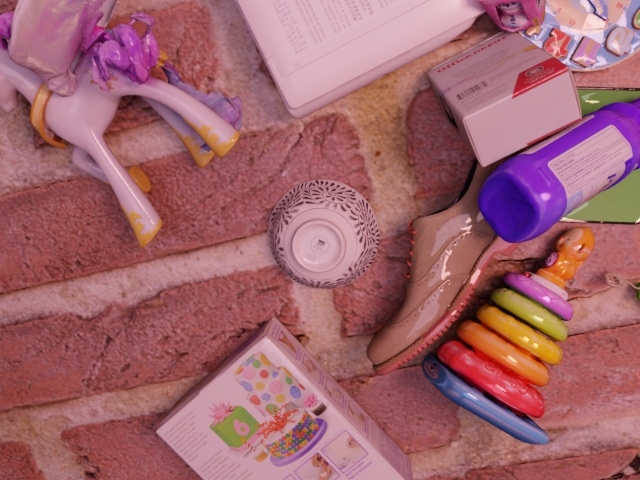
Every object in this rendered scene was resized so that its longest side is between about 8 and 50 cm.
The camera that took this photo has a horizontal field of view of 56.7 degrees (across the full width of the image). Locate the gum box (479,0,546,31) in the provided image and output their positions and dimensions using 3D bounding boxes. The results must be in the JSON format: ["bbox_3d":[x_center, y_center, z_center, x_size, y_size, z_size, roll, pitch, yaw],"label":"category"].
[{"bbox_3d":[0.238,-0.358,0.715,0.062,0.107,0.189,5,92,28],"label":"gum box"}]

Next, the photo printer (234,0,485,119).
[{"bbox_3d":[0.046,-0.338,0.761,0.307,0.107,0.256,-26,99,10],"label":"photo printer"}]

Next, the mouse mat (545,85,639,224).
[{"bbox_3d":[0.390,-0.117,0.830,0.152,0.007,0.190,3,103,4],"label":"mouse mat"}]

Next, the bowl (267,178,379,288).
[{"bbox_3d":[0.000,0.000,0.856,0.169,0.080,0.170,1,102,6],"label":"bowl"}]

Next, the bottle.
[{"bbox_3d":[0.327,-0.099,0.733,0.282,0.118,0.092,-29,75,-22],"label":"bottle"}]

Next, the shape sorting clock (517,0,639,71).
[{"bbox_3d":[0.350,-0.325,0.770,0.206,0.040,0.207,1,103,5],"label":"shape sorting clock"}]

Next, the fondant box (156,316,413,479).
[{"bbox_3d":[-0.050,0.321,0.924,0.238,0.096,0.330,-42,97,12],"label":"fondant box"}]

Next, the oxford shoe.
[{"bbox_3d":[0.161,0.031,0.834,0.130,0.123,0.348,38,93,0],"label":"oxford shoe"}]

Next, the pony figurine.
[{"bbox_3d":[-0.283,-0.214,0.762,0.363,0.303,0.351,39,112,-19],"label":"pony figurine"}]

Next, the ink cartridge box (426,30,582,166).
[{"bbox_3d":[0.222,-0.184,0.741,0.127,0.175,0.072,-26,121,11],"label":"ink cartridge box"}]

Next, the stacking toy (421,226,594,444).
[{"bbox_3d":[0.290,0.108,0.829,0.165,0.175,0.302,31,92,-5],"label":"stacking toy"}]

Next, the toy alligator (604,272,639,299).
[{"bbox_3d":[0.488,0.083,0.845,0.189,0.056,0.051,12,144,3],"label":"toy alligator"}]
